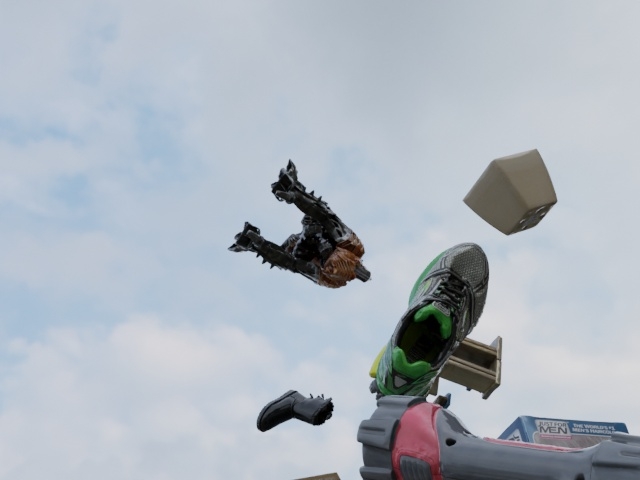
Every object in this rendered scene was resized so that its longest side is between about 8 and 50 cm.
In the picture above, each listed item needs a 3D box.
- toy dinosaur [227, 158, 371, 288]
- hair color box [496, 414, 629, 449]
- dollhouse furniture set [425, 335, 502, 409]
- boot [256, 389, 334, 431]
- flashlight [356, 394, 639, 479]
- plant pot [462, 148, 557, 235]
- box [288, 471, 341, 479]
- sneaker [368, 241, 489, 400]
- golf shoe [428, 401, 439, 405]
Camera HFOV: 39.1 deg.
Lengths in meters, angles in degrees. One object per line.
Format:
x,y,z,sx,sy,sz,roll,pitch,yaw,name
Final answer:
0.000,0.000,1.393,0.218,0.164,0.322,35,-17,-10,toy dinosaur
0.290,0.386,1.303,0.174,0.105,0.347,7,-42,-19,hair color box
0.284,0.280,1.911,0.129,0.128,0.183,21,-45,-6,dollhouse furniture set
-0.042,0.311,1.607,0.121,0.099,0.045,-32,-58,-43,boot
0.175,0.198,0.804,0.304,0.103,0.103,-4,-33,42,flashlight
0.320,-0.072,1.472,0.109,0.096,0.109,-16,-29,-34,plant pot
0.025,0.435,1.256,0.036,0.225,0.136,-42,-28,25,box
0.211,0.131,1.547,0.134,0.343,0.146,30,-33,4,sneaker
0.129,0.390,1.626,0.120,0.273,0.105,-1,-70,28,golf shoe
